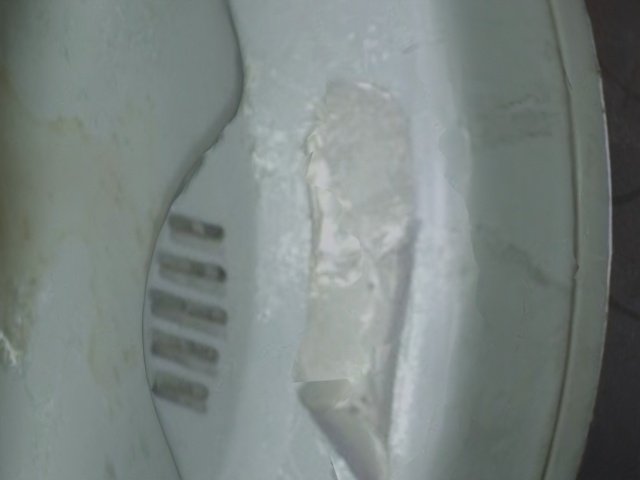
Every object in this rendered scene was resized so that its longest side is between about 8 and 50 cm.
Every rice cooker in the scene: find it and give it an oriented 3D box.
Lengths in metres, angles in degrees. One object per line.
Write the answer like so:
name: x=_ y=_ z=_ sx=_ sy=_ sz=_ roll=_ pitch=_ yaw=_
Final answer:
rice cooker: x=-0.003 y=0.000 z=0.462 sx=0.288 sy=0.277 sz=0.288 roll=4 pitch=95 yaw=45
